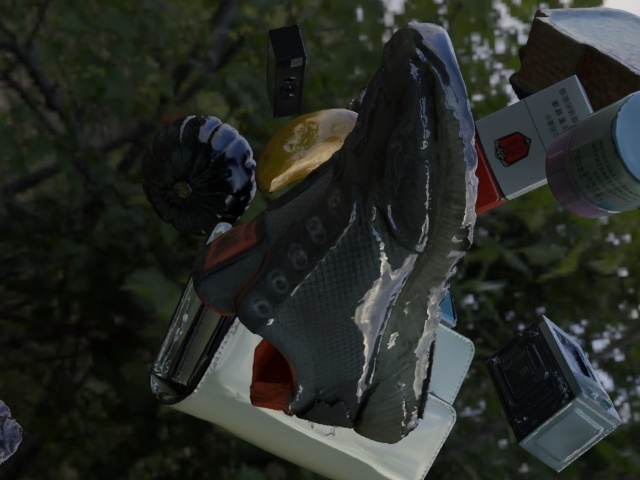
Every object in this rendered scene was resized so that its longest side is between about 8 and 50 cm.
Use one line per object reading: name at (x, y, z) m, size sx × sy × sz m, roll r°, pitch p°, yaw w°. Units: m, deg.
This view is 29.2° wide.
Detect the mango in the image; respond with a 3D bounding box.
mango at (-0.012, -0.130, 1.715) m, size 0.075 × 0.190 × 0.098 m, roll 36°, pitch -37°, yaw 50°

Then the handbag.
handbag at (-0.005, 0.155, 1.489) m, size 0.160 × 0.358 × 0.236 m, roll 9°, pitch -108°, yaw 57°

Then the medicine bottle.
medicine bottle at (0.368, -0.102, 1.505) m, size 0.168 × 0.135 × 0.135 m, roll 155°, pitch -72°, yaw -66°

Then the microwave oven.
microwave oven at (0.382, 0.254, 2.062) m, size 0.122 × 0.162 × 0.208 m, roll 37°, pitch 20°, yaw -30°

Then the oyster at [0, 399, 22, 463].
oyster at (-0.528, 0.221, 1.710) m, size 0.271 × 0.275 × 0.100 m, roll 45°, pitch -59°, yaw 13°

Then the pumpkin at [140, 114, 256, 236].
pumpkin at (-0.190, -0.102, 1.938) m, size 0.194 × 0.150 × 0.194 m, roll 24°, pitch -48°, yaw 30°

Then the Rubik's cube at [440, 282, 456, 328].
Rubik's cube at (0.055, 0.078, 1.968) m, size 0.221 × 0.231 × 0.224 m, roll -48°, pitch -153°, yaw 31°

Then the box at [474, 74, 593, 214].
box at (0.311, -0.144, 1.905) m, size 0.035 × 0.245 × 0.139 m, roll 22°, pitch 47°, yaw -68°

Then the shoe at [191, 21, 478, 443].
shoe at (0.000, 0.000, 0.828) m, size 0.132 × 0.171 × 0.336 m, roll -96°, pitch -169°, yaw -50°

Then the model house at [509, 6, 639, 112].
model house at (0.479, -0.216, 2.089) m, size 0.312 × 0.245 × 0.280 m, roll 46°, pitch -45°, yaw 45°

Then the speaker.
speaker at (-0.044, -0.210, 1.559) m, size 0.191 × 0.040 × 0.046 m, roll 103°, pitch -26°, yaw -74°

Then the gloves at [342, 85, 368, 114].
gloves at (0.092, -0.207, 2.102) m, size 0.094 × 0.110 × 0.144 m, roll 60°, pitch -2°, yaw 22°
